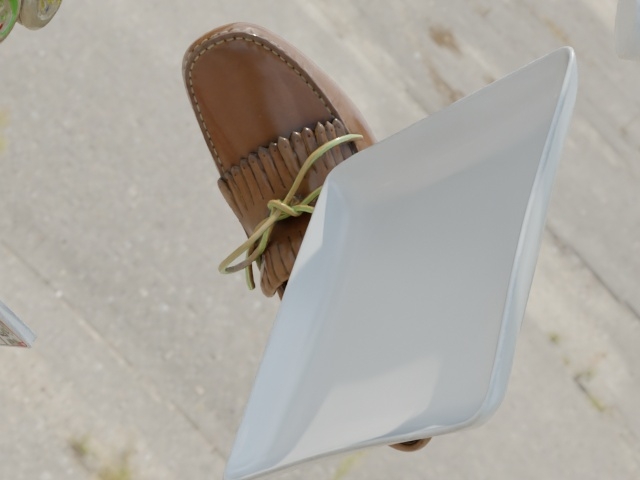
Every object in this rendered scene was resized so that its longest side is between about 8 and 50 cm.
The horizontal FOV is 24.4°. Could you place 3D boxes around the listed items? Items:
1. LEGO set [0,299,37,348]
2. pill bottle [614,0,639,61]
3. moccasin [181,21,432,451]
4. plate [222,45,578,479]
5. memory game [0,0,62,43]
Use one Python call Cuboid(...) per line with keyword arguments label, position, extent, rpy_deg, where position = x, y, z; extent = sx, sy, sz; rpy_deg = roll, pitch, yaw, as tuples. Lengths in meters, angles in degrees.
Cuboid(label="LEGO set", position=(-0.331, -0.012, 1.069), extent=(0.244, 0.182, 0.060), rpy_deg=(52, 51, -39))
Cuboid(label="pill bottle", position=(0.374, -0.197, 1.361), extent=(0.193, 0.108, 0.108), rpy_deg=(5, 29, -3))
Cuboid(label="moccasin", position=(-0.003, 0.001, 1.210), extent=(0.147, 0.139, 0.380), rpy_deg=(-66, 135, -72))
Cuboid(label="plate", position=(0.061, 0.030, 0.994), extent=(0.045, 0.277, 0.278), rpy_deg=(32, 58, -24))
Cuboid(label="memory game", position=(-0.121, -0.170, 0.641), extent=(0.012, 0.186, 0.186), rpy_deg=(22, 16, 15))
